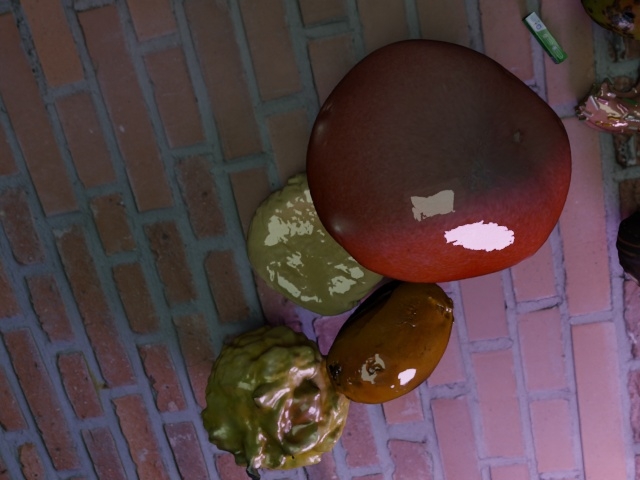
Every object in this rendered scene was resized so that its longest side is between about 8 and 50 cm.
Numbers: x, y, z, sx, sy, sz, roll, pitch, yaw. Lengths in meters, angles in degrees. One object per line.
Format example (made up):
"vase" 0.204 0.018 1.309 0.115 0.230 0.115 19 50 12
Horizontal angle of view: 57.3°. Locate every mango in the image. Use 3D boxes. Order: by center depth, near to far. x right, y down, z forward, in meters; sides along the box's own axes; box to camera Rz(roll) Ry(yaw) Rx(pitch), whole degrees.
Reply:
"mango" 0.118 0.157 0.920 0.151 0.249 0.156 39 146 19

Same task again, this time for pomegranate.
"pomegranate" 0.442 -0.335 0.763 0.205 0.159 0.159 5 110 -21

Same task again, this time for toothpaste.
"toothpaste" 0.325 -0.293 0.847 0.017 0.020 0.083 -39 100 14

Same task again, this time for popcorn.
"popcorn" -0.076 0.265 0.962 0.250 0.225 0.249 16 128 22

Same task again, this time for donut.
"donut" 0.460 -0.210 0.835 0.117 0.065 0.166 42 109 -7

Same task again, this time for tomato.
"tomato" 0.159 -0.108 0.773 0.342 0.273 0.341 2 83 -15

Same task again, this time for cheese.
"cheese" 0.000 0.000 0.933 0.226 0.117 0.214 38 102 -1

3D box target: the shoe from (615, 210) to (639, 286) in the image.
"shoe" 0.614 0.091 0.861 0.384 0.171 0.237 9 112 4
